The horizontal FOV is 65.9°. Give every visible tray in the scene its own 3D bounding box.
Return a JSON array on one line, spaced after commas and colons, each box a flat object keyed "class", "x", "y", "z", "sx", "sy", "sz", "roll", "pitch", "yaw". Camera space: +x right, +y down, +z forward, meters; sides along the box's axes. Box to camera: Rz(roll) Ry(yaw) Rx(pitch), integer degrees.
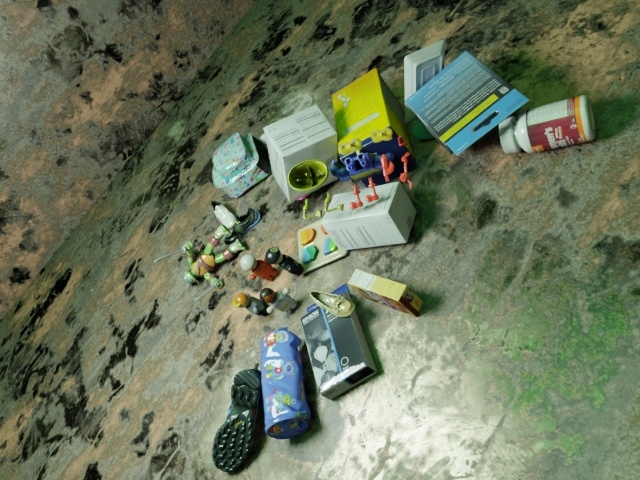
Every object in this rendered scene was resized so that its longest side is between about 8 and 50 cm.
[{"class": "tray", "x": 0.339, "y": -0.497, "z": 1.587, "sx": 0.145, "sy": 0.270, "sz": 0.030, "roll": -25, "pitch": 56, "yaw": -6}]

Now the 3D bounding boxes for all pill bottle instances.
[{"class": "pill bottle", "x": 0.609, "y": -0.305, "z": 1.334, "sx": 0.221, "sy": 0.121, "sz": 0.121, "roll": -9, "pitch": 55, "yaw": 37}]

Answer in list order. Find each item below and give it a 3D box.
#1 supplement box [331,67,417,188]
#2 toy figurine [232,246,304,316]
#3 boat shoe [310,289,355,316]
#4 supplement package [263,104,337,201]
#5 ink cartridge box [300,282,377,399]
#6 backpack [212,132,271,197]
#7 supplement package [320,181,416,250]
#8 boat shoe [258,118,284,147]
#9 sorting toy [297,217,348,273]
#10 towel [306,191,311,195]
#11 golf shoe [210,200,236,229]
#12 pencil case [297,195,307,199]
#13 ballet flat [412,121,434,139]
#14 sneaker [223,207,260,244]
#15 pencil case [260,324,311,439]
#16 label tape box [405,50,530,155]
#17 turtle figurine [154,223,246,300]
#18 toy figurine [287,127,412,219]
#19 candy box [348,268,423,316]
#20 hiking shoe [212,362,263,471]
[{"class": "supplement box", "x": 0.179, "y": -0.384, "z": 1.710, "sx": 0.195, "sy": 0.194, "sz": 0.357, "roll": -26, "pitch": 46, "yaw": 24}, {"class": "toy figurine", "x": -0.180, "y": 0.140, "z": 1.639, "sx": 0.213, "sy": 0.148, "sz": 0.210, "roll": -10, "pitch": 59, "yaw": 41}, {"class": "boat shoe", "x": 0.033, "y": 0.178, "z": 1.425, "sx": 0.153, "sy": 0.048, "sz": 0.056, "roll": 18, "pitch": 72, "yaw": 45}, {"class": "supplement package", "x": -0.061, "y": -0.295, "z": 1.703, "sx": 0.204, "sy": 0.262, "sz": 0.145, "roll": -27, "pitch": 65, "yaw": -12}, {"class": "ink cartridge box", "x": 0.037, "y": 0.273, "z": 1.437, "sx": 0.165, "sy": 0.065, "sz": 0.333, "roll": -36, "pitch": 42, "yaw": 15}, {"class": "backpack", "x": -0.359, "y": -0.320, "z": 2.142, "sx": 0.253, "sy": 0.191, "sz": 0.225, "roll": -39, "pitch": 47, "yaw": 20}, {"class": "supplement package", "x": 0.149, "y": -0.071, "z": 1.529, "sx": 0.244, "sy": 0.134, "sz": 0.139, "roll": -7, "pitch": 43, "yaw": 37}, {"class": "boat shoe", "x": -0.144, "y": -0.480, "z": 2.138, "sx": 0.301, "sy": 0.108, "sz": 0.102, "roll": -7, "pitch": 57, "yaw": 46}, {"class": "sorting toy", "x": 0.000, "y": 0.000, "z": 1.692, "sx": 0.193, "sy": 0.038, "sz": 0.208, "roll": -25, "pitch": 46, "yaw": 25}, {"class": "towel", "x": -0.020, "y": -0.240, "z": 1.835, "sx": 0.152, "sy": 0.023, "sz": 0.113, "roll": -34, "pitch": 65, "yaw": -16}, {"class": "golf shoe", "x": -0.416, "y": -0.108, "z": 2.099, "sx": 0.067, "sy": 0.086, "sz": 0.186, "roll": -48, "pitch": 42, "yaw": -1}, {"class": "pencil case", "x": -0.071, "y": -0.272, "z": 1.916, "sx": 0.104, "sy": 0.104, "sz": 0.237, "roll": -10, "pitch": 55, "yaw": 36}, {"class": "ballet flat", "x": 0.408, "y": -0.390, "z": 1.627, "sx": 0.213, "sy": 0.072, "sz": 0.068, "roll": -15, "pitch": 24, "yaw": 31}, {"class": "sneaker", "x": -0.326, "y": -0.060, "z": 1.988, "sx": 0.188, "sy": 0.078, "sz": 0.067, "roll": -45, "pitch": 42, "yaw": 8}, {"class": "pencil case", "x": -0.101, "y": 0.402, "z": 1.416, "sx": 0.133, "sy": 0.119, "sz": 0.306, "roll": -15, "pitch": 48, "yaw": 7}, {"class": "label tape box", "x": 0.437, "y": -0.386, "z": 1.466, "sx": 0.240, "sy": 0.106, "sz": 0.334, "roll": -38, "pitch": 45, "yaw": 13}, {"class": "turtle figurine", "x": -0.426, "y": 0.080, "z": 1.888, "sx": 0.266, "sy": 0.275, "sz": 0.198, "roll": -44, "pitch": 76, "yaw": 0}, {"class": "toy figurine", "x": 0.108, "y": -0.193, "z": 1.517, "sx": 0.362, "sy": 0.217, "sz": 0.191, "roll": -19, "pitch": 89, "yaw": 15}, {"class": "candy box", "x": 0.180, "y": 0.145, "z": 1.374, "sx": 0.186, "sy": 0.109, "sz": 0.053, "roll": 17, "pitch": 72, "yaw": 47}, {"class": "hiking shoe", "x": -0.225, "y": 0.525, "z": 1.455, "sx": 0.113, "sy": 0.132, "sz": 0.304, "roll": 18, "pitch": 89, "yaw": 9}]
